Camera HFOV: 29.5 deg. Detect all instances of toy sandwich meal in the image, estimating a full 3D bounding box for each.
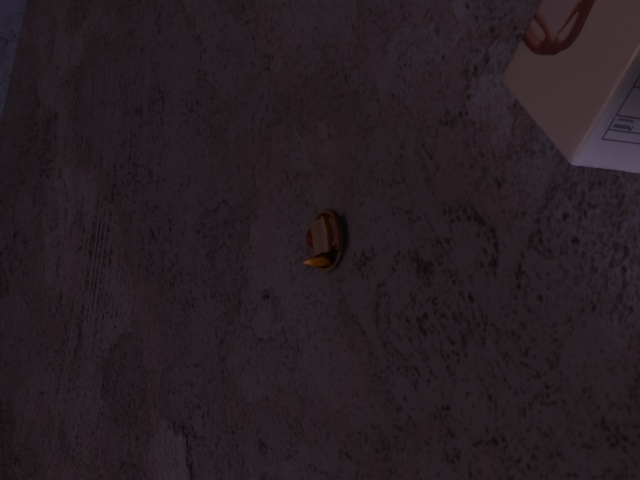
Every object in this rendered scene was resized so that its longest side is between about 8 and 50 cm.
[{"bbox_3d":[0.000,0.000,1.501,0.085,0.029,0.086,-1,89,57],"label":"toy sandwich meal"}]

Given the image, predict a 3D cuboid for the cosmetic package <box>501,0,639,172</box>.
[{"bbox_3d":[0.286,-0.206,0.946,0.129,0.153,0.296,59,135,41],"label":"cosmetic package"}]
